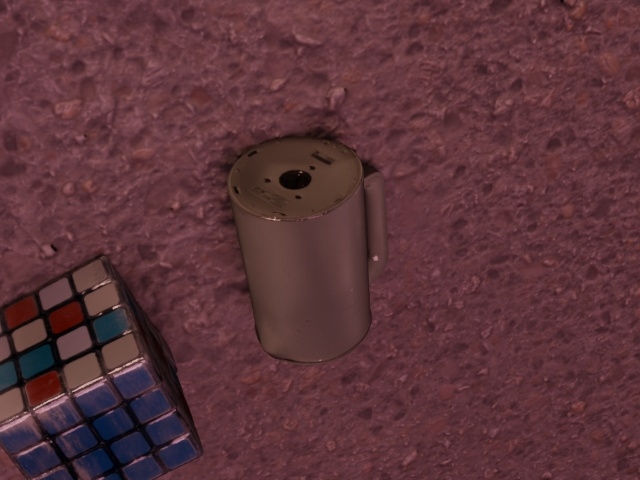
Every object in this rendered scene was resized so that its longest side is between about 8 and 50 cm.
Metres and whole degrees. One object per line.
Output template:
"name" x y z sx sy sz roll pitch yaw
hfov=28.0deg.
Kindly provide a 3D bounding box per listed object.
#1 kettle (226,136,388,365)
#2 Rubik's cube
"kettle" -0.016 0.001 2.019 0.205 0.265 0.318 3 131 13
"Rubik's cube" -0.360 0.229 1.974 0.256 0.253 0.259 -26 134 -3
